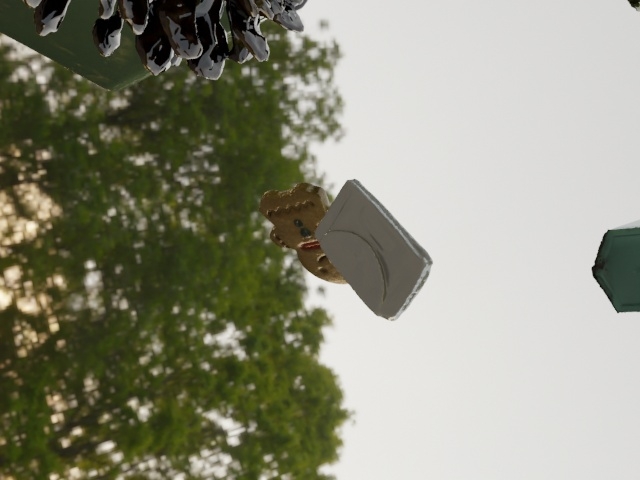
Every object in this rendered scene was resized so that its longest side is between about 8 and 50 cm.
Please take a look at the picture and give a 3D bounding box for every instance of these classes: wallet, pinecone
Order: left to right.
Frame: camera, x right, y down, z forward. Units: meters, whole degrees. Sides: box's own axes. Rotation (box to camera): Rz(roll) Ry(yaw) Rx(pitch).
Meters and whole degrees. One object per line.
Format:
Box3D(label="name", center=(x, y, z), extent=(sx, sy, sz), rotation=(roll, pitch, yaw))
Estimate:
Box3D(label="pinecone", center=(-0.089, -0.157, 0.466), extent=(0.165, 0.163, 0.163), rotation=(5, -75, 16))
Box3D(label="wallet", center=(0.067, 0.014, 1.380), extent=(0.183, 0.032, 0.124), rotation=(50, -56, 28))

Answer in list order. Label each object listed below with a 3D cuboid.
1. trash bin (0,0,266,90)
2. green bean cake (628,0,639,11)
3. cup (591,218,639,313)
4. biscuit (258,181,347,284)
Box3D(label="trash bin", center=(-0.178, -0.282, 0.956), extent=(0.343, 0.223, 0.158), rotation=(-7, -118, 53))
Box3D(label="green bean cake", center=(0.379, -0.383, 1.157), extent=(0.214, 0.113, 0.200), rotation=(70, -3, -69))
Box3D(label="cup", center=(0.435, 0.018, 1.221), extent=(0.148, 0.235, 0.134), rotation=(32, -63, 43))
Box3D(label="biscuit", center=(0.000, 0.000, 1.617), extent=(0.166, 0.036, 0.225), rotation=(-11, -50, 34))
